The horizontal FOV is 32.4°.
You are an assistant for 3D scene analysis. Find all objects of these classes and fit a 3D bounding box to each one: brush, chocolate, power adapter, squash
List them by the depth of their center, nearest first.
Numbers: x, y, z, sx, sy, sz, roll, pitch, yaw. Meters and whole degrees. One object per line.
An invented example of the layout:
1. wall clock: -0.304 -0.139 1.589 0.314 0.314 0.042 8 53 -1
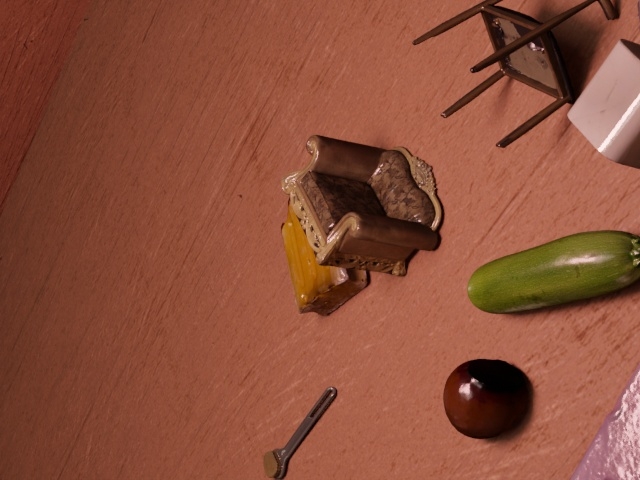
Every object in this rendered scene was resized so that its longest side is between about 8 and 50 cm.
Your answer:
1. power adapter: 0.464 -0.215 1.526 0.205 0.130 0.125 -58 41 28
2. squash: 0.357 0.047 1.645 0.379 0.101 0.101 -16 70 51
3. chocolate: 0.256 0.259 1.750 0.124 0.127 0.133 -86 6 -66
4. brush: -0.043 0.380 2.185 0.266 0.027 0.062 -57 43 30

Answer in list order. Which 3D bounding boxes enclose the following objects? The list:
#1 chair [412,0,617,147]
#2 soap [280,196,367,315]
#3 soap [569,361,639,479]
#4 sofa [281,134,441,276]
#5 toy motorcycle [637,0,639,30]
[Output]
1. chair: 0.319 -0.298 1.733 0.272 0.166 0.188 -36 38 -11
2. soap: 0.000 0.000 2.162 0.160 0.080 0.257 -38 53 42
3. soap: 0.475 0.316 1.397 0.285 0.107 0.296 39 107 51
4. sofa: 0.077 -0.078 1.973 0.182 0.200 0.258 -57 40 33
5. toy motorcycle: 0.470 -0.377 1.573 0.122 0.080 0.215 -36 38 44
